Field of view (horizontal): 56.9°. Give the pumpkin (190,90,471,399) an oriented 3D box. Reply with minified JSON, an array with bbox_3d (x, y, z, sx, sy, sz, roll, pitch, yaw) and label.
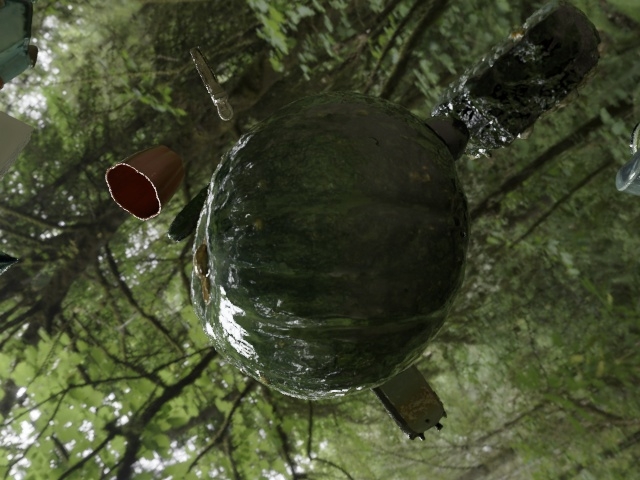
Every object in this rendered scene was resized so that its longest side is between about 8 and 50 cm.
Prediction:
[{"bbox_3d":[0.000,0.000,0.602,0.257,0.292,0.327,3,-171,-18],"label":"pumpkin"}]

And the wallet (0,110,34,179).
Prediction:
[{"bbox_3d":[-0.312,-0.102,0.492,0.122,0.025,0.061,28,-123,-15],"label":"wallet"}]

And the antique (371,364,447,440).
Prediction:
[{"bbox_3d":[0.199,0.363,1.479,0.284,0.125,0.150,54,-179,1],"label":"antique"}]

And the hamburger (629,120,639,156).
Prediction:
[{"bbox_3d":[0.660,-0.189,1.140,0.140,0.133,0.062,51,171,-21],"label":"hamburger"}]

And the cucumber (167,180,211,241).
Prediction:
[{"bbox_3d":[-0.314,-0.087,1.550,0.069,0.227,0.069,38,169,9],"label":"cucumber"}]

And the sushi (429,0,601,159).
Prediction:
[{"bbox_3d":[0.394,-0.316,1.197,0.171,0.350,0.211,47,-154,-10],"label":"sushi"}]

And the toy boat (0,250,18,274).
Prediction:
[{"bbox_3d":[-0.631,-0.015,1.002,0.070,0.210,0.291,26,-172,24],"label":"toy boat"}]

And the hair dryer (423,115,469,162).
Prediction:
[{"bbox_3d":[0.135,-0.085,1.017,0.091,0.272,0.235,44,-133,16],"label":"hair dryer"}]

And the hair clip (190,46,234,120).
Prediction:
[{"bbox_3d":[-0.243,-0.353,1.314,0.226,0.034,0.072,60,171,36],"label":"hair clip"}]

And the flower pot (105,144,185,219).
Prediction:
[{"bbox_3d":[-0.494,-0.184,1.722,0.191,0.190,0.173,51,-135,-15],"label":"flower pot"}]

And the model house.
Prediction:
[{"bbox_3d":[-0.699,-0.461,1.241,0.253,0.291,0.184,50,150,-13],"label":"model house"}]

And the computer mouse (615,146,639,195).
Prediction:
[{"bbox_3d":[0.550,-0.150,0.792,0.090,0.379,0.167,52,158,25],"label":"computer mouse"}]
